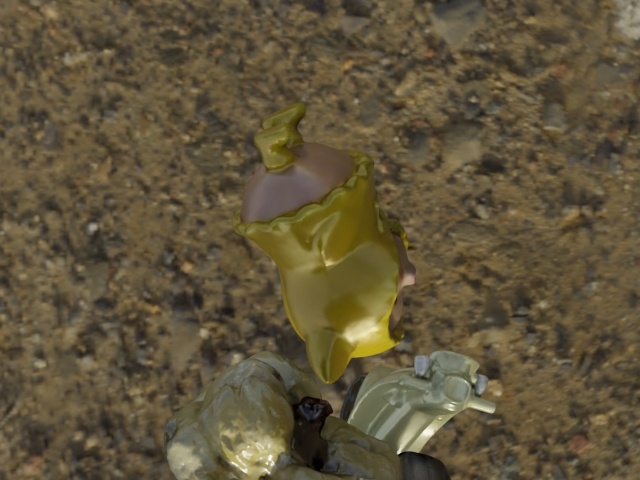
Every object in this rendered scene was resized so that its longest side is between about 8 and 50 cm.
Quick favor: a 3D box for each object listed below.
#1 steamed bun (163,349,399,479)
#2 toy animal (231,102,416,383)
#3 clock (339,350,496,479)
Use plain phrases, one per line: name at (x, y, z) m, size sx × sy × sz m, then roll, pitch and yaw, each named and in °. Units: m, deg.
steamed bun at (-0.015, 0.165, 0.798) m, size 0.106 × 0.192 × 0.177 m, roll -36°, pitch 89°, yaw 13°
toy animal at (0.001, -0.002, 0.916) m, size 0.156 × 0.156 × 0.230 m, roll -6°, pitch 113°, yaw 33°
clock at (0.097, 0.276, 1.193) m, size 0.276 × 0.120 × 0.379 m, roll 127°, pitch 154°, yaw -44°
